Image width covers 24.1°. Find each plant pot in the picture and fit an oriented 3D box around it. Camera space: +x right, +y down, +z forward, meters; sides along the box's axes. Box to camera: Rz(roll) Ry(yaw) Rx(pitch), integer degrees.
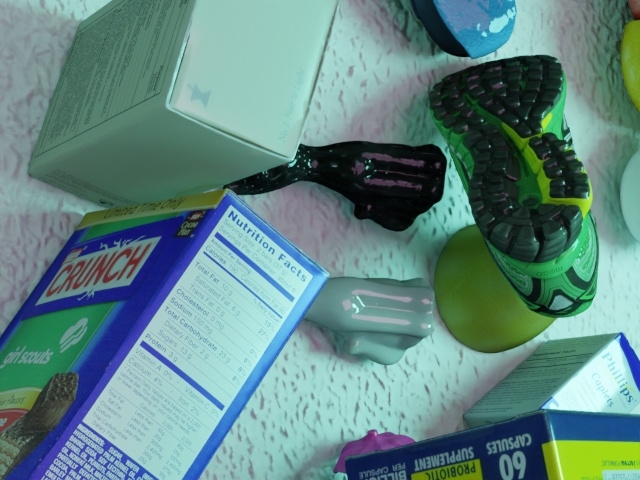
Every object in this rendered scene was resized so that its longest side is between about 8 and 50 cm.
[{"bbox_3d":[0.194,0.044,1.493,0.134,0.095,0.134,4,83,-28],"label":"plant pot"}]

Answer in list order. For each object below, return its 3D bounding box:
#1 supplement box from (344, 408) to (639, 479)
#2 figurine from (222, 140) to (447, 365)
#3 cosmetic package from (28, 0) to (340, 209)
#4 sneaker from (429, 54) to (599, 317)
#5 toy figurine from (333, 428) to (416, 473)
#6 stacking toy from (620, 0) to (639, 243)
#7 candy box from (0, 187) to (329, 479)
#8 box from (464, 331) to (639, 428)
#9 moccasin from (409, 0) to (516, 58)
[{"bbox_3d":[0.175,0.330,1.201,0.195,0.194,0.356,11,64,-54],"label":"supplement box"},{"bbox_3d":[0.000,0.000,1.406,0.209,0.092,0.215,9,80,-20],"label":"figurine"},{"bbox_3d":[-0.119,-0.127,1.218,0.113,0.309,0.160,24,73,-25],"label":"cosmetic package"},{"bbox_3d":[0.185,-0.059,1.429,0.343,0.134,0.146,-91,166,-51],"label":"sneaker"},{"bbox_3d":[0.074,0.256,1.412,0.159,0.130,0.173,39,91,-5],"label":"toy figurine"},{"bbox_3d":[0.431,-0.216,1.591,0.351,0.350,0.480,16,95,-26],"label":"stacking toy"},{"bbox_3d":[-0.176,0.121,1.181,0.122,0.268,0.317,43,65,-22],"label":"candy box"},{"bbox_3d":[0.236,0.160,1.484,0.137,0.126,0.072,-38,101,-27],"label":"box"},{"bbox_3d":[0.085,-0.339,1.475,0.138,0.117,0.342,-15,96,-17],"label":"moccasin"}]
